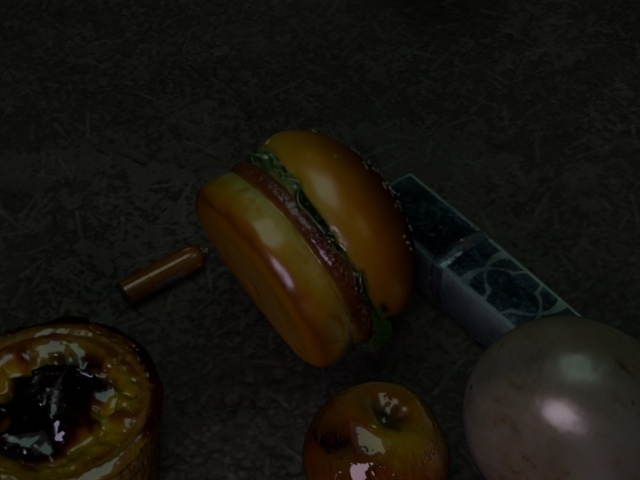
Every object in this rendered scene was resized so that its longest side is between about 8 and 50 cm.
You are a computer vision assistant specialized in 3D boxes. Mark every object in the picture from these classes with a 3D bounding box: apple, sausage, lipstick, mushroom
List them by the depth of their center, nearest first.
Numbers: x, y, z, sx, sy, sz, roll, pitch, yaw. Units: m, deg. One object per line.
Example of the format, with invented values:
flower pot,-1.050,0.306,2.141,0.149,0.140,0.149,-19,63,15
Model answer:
mushroom,0.247,0.158,1.628,0.209,0.206,0.206,-27,49,-30
apple,0.051,0.200,1.658,0.146,0.146,0.146,-4,47,4
lipstick,0.161,0.044,1.824,0.077,0.076,0.289,-31,53,-22
sausage,-0.166,0.034,1.911,0.107,0.031,0.031,-28,50,-19

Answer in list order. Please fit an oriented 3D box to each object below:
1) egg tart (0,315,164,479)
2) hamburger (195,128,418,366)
egg tart,-0.246,0.190,1.682,0.215,0.171,0.215,-3,47,4
hamburger,-0.001,-0.001,1.778,0.170,0.246,0.246,-37,52,-8
